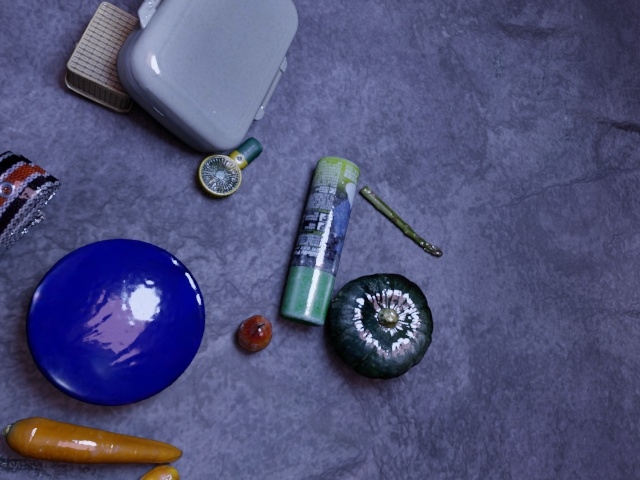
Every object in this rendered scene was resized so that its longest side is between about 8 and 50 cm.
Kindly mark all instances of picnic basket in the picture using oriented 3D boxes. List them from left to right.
[{"bbox_3d":[-0.366,-0.322,0.883,0.115,0.079,0.164,24,71,-18],"label":"picnic basket"}]

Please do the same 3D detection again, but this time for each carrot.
[{"bbox_3d":[-0.347,0.322,0.775,0.271,0.066,0.062,16,34,-18],"label":"carrot"}]

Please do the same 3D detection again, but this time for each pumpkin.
[{"bbox_3d":[0.119,0.162,0.970,0.212,0.152,0.211,7,72,-22],"label":"pumpkin"}]

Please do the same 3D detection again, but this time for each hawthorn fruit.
[{"bbox_3d":[-0.116,0.162,0.893,0.067,0.103,0.066,5,62,-9],"label":"hawthorn fruit"}]

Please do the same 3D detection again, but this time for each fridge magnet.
[{"bbox_3d":[-0.321,0.128,0.800,0.266,0.113,0.265,4,79,-24],"label":"fridge magnet"}]

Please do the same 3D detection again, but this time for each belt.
[{"bbox_3d":[-0.530,0.024,0.720,0.094,0.126,0.359,36,69,-12],"label":"belt"}]

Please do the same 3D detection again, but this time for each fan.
[{"bbox_3d":[-0.171,-0.143,0.960,0.082,0.039,0.155,48,64,-9],"label":"fan"}]

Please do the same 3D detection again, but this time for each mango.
[{"bbox_3d":[-0.271,0.407,0.806,0.089,0.046,0.060,-44,100,-20],"label":"mango"}]

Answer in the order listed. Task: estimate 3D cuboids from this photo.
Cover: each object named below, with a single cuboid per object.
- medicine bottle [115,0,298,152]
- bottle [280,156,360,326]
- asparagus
[{"bbox_3d":[-0.190,-0.361,0.907,0.282,0.123,0.374,41,61,-41],"label":"medicine bottle"},{"bbox_3d":[0.000,0.000,0.980,0.093,0.093,0.329,20,73,-20],"label":"bottle"},{"bbox_3d":[0.184,-0.037,1.109,0.249,0.025,0.024,39,25,-13],"label":"asparagus"}]
